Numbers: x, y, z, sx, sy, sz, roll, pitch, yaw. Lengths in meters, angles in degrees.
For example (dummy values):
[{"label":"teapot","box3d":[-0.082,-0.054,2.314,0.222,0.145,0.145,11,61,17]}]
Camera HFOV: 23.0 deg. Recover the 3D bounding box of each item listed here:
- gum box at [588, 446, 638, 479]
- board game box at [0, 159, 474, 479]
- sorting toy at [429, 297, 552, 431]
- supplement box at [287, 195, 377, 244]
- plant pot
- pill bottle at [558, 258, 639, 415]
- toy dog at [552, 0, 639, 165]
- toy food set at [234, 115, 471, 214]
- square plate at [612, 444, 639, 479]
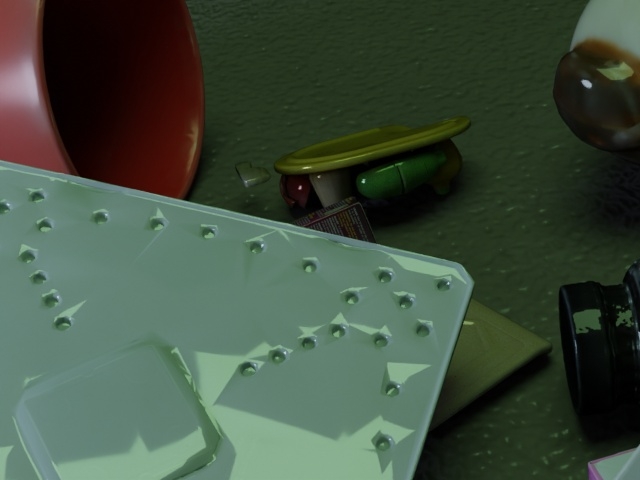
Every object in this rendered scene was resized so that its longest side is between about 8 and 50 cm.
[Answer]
[{"label":"gum box","box3d":[0.221,0.219,0.911,0.062,0.107,0.188,-15,35,-8]},{"label":"board game box","box3d":[-0.132,0.135,1.039,0.390,0.050,0.390,12,52,13]},{"label":"sorting toy","box3d":[0.041,0.089,1.199,0.208,0.038,0.193,-26,39,-31]},{"label":"supplement box","box3d":[0.000,0.000,1.295,0.083,0.043,0.055,-23,7,0]},{"label":"plant pot","box3d":[-0.271,-0.136,1.402,0.243,0.275,0.275,-4,34,26]},{"label":"pill bottle","box3d":[0.283,0.064,1.101,0.219,0.123,0.123,-6,35,3]},{"label":"toy dog","box3d":[0.373,-0.166,1.209,0.408,0.395,0.284,-25,26,47]},{"label":"toy food set","box3d":[0.033,-0.052,1.377,0.218,0.071,0.128,-15,12,-12]},{"label":"square plate","box3d":[0.210,0.261,0.742,0.049,0.344,0.347,23,19,-34]}]
